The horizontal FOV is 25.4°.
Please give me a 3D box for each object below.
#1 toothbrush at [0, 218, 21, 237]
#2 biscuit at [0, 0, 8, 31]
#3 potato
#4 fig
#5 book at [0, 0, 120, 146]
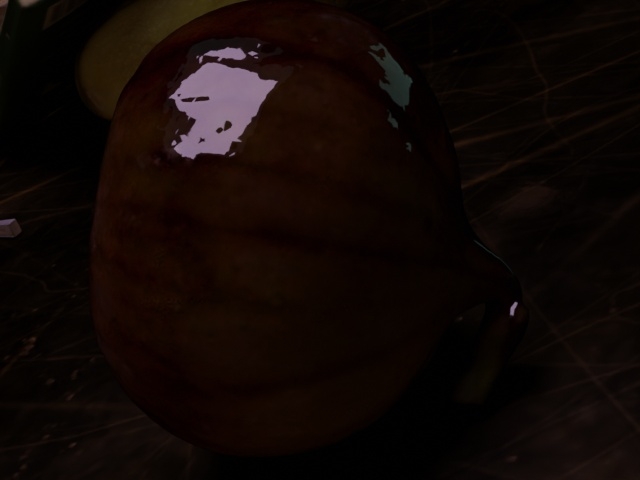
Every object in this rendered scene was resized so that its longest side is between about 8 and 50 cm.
[{"bbox_3d":[-0.335,-0.009,1.278,0.194,0.014,0.017,-1,33,42],"label":"toothbrush"},{"bbox_3d":[-0.281,-0.330,1.754,0.429,0.104,0.446,-22,24,9],"label":"biscuit"},{"bbox_3d":[-0.089,-0.191,1.272,0.298,0.141,0.176,-39,9,-25],"label":"potato"},{"bbox_3d":[-0.017,-0.006,0.742,0.214,0.235,0.235,-17,25,6],"label":"fig"},{"bbox_3d":[-0.201,-0.218,1.335,0.260,0.043,0.371,-38,-1,-23],"label":"book"}]
